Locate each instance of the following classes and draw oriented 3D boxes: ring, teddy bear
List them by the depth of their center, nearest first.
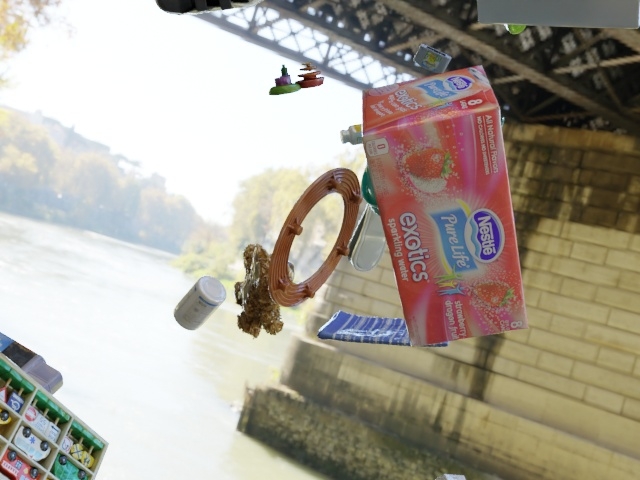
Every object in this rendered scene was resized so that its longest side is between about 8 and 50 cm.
[{"bbox_3d":[0.000,0.000,1.618,0.032,0.337,0.336,26,0,24],"label":"ring"},{"bbox_3d":[-0.152,0.135,1.981,0.113,0.338,0.245,-1,46,-22],"label":"teddy bear"}]

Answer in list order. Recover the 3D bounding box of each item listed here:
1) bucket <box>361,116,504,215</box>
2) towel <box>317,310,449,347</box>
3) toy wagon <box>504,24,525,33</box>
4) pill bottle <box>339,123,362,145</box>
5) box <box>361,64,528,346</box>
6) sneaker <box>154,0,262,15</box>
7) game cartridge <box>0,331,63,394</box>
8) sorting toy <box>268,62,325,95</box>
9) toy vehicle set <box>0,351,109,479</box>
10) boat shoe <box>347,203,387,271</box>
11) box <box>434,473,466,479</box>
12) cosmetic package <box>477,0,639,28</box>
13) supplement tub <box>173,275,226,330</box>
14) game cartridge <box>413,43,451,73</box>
[{"bbox_3d":[0.207,-0.156,1.406,0.281,0.183,0.281,-1,30,1],"label":"bucket"},{"bbox_3d":[0.177,0.233,1.956,0.335,0.040,0.243,2,6,14],"label":"towel"},{"bbox_3d":[0.462,-0.734,2.091,0.344,0.068,0.267,41,17,-41],"label":"toy wagon"},{"bbox_3d":[0.084,-0.224,1.560,0.083,0.043,0.043,-11,2,-12],"label":"pill bottle"},{"bbox_3d":[0.152,-0.036,0.895,0.154,0.300,0.142,-10,31,9],"label":"box"},{"bbox_3d":[-0.257,-0.640,1.859,0.321,0.126,0.127,-18,32,-10],"label":"sneaker"},{"bbox_3d":[-0.729,0.270,1.500,0.355,0.230,0.068,24,-41,19],"label":"game cartridge"},{"bbox_3d":[-0.042,-0.254,1.152,0.102,0.042,0.061,-22,21,-36],"label":"sorting toy"},{"bbox_3d":[-0.460,0.320,1.168,0.035,0.166,0.267,-21,-55,25],"label":"toy vehicle set"},{"bbox_3d":[0.148,-0.076,1.921,0.116,0.320,0.099,12,23,-28],"label":"boat shoe"},{"bbox_3d":[0.340,0.686,1.976,0.101,0.102,0.087,22,34,-45],"label":"box"},{"bbox_3d":[0.520,-0.658,1.471,0.329,0.394,0.327,12,-46,30],"label":"cosmetic package"},{"bbox_3d":[-0.249,0.129,1.530,0.071,0.107,0.071,30,33,-23],"label":"supplement tub"},{"bbox_3d":[0.276,-0.449,1.838,0.083,0.017,0.056,24,-38,-1],"label":"game cartridge"}]
